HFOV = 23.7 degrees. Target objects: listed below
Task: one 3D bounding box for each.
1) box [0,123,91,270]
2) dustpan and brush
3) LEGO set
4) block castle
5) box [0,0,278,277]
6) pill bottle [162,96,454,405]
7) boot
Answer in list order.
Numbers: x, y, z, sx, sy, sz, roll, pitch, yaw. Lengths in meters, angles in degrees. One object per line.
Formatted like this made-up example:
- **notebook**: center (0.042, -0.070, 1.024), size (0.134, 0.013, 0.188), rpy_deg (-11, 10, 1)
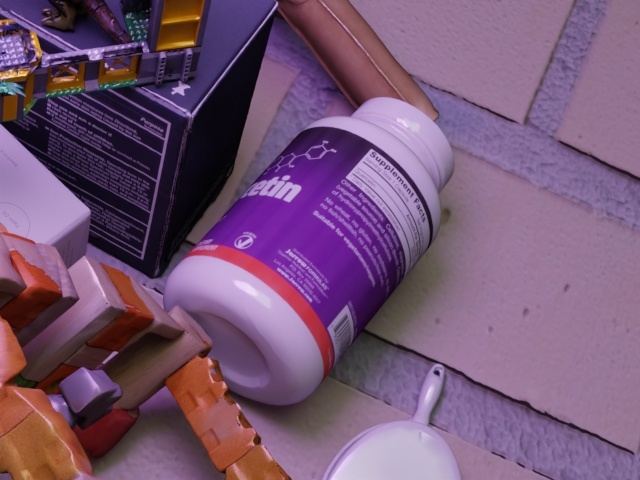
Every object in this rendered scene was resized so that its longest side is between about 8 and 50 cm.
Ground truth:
- **box**: center (-0.416, 0.040, 1.429), size (0.215, 0.168, 0.345), rpy_deg (43, 59, 13)
- **dustpan and brush**: center (0.092, 0.207, 1.519), size (0.147, 0.060, 0.211), rpy_deg (23, 64, 0)
- **LEGO set**: center (-0.218, -0.278, 1.299), size (0.254, 0.192, 0.331), rpy_deg (-2, 60, -14)
- **block castle**: center (-0.212, 0.187, 1.238), size (0.213, 0.453, 0.303), rpy_deg (-38, 68, 11)
- **box**: center (-0.226, -0.164, 1.520), size (0.296, 0.294, 0.183), rpy_deg (30, 58, 5)
- **pill bottle**: center (0.000, 0.000, 1.540), size (0.181, 0.181, 0.323), rpy_deg (35, 58, 9)
- **boot**: center (0.015, -0.225, 1.718), size (0.089, 0.236, 0.269), rpy_deg (-40, 96, 5)
